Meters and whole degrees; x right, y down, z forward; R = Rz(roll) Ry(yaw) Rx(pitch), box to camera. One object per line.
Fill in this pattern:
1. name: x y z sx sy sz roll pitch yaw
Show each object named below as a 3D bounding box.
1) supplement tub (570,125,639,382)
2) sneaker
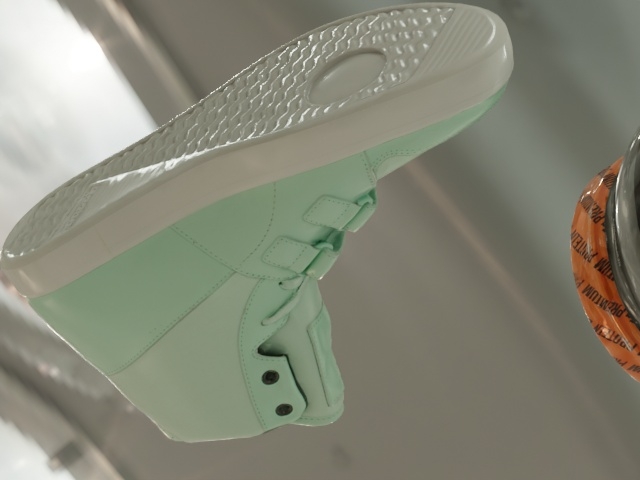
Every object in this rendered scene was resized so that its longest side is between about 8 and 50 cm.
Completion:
1. supplement tub: 0.294 -0.027 1.065 0.316 0.193 0.193 -28 -82 49
2. sneaker: 0.000 0.000 0.897 0.256 0.094 0.151 -26 -63 22
